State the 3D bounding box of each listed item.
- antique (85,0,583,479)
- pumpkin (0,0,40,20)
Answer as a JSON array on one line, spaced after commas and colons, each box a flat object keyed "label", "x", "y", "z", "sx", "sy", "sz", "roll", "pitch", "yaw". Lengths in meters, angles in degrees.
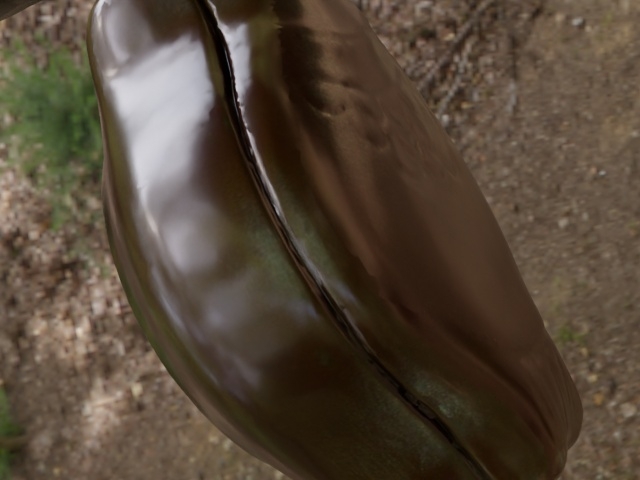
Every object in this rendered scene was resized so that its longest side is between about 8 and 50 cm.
[{"label": "antique", "x": 0.000, "y": 0.000, "z": 0.569, "sx": 0.129, "sy": 0.223, "sz": 0.278, "roll": -33, "pitch": 90, "yaw": 17}, {"label": "pumpkin", "x": -0.129, "y": -0.232, "z": 0.348, "sx": 0.363, "sy": 0.266, "sz": 0.363, "roll": -15, "pitch": 61, "yaw": 29}]
